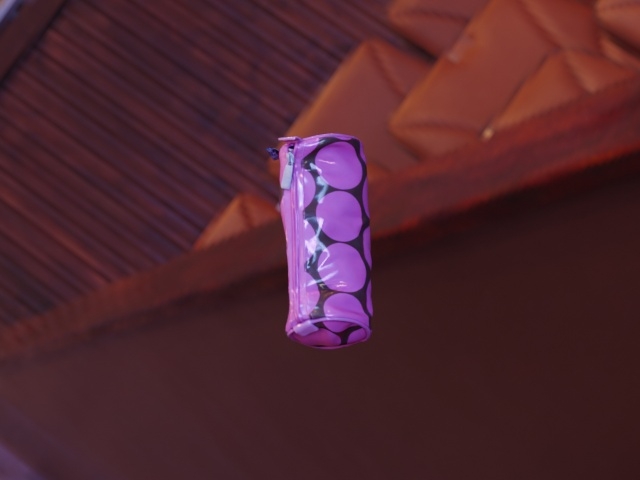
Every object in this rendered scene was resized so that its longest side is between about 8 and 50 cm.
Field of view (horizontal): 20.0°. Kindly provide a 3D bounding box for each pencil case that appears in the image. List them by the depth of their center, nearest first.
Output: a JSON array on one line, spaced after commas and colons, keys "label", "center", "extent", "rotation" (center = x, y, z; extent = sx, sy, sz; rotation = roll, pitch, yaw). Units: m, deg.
[{"label": "pencil case", "center": [0.000, 0.000, 1.800], "extent": [0.098, 0.095, 0.209], "rotation": [20, -118, -59]}]
